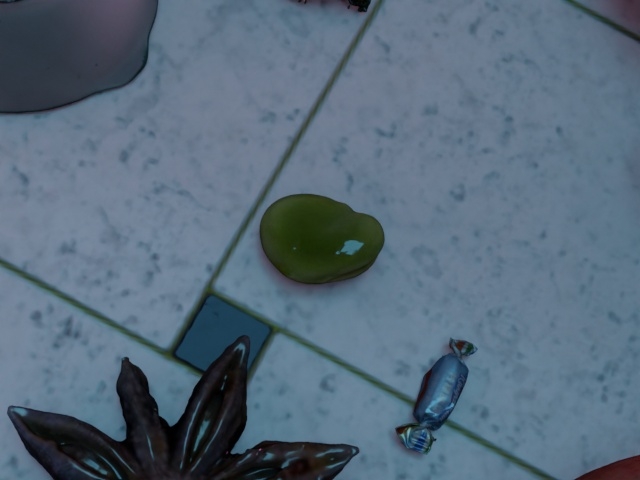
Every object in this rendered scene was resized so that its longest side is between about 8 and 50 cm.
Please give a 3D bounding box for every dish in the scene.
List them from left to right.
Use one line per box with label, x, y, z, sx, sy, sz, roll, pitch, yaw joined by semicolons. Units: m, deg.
dish;-0.220;-0.199;0.847;0.246;0.078;0.224;37;73;5

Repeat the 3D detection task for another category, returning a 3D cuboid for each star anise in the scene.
star anise;-0.099;0.175;0.741;0.230;0.081;0.262;30;60;2

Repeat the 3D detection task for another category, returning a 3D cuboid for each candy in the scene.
candy;0.075;0.099;0.821;0.030;0.020;0.083;26;70;0

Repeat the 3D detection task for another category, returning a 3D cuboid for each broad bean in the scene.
broad bean;0.000;0.000;0.832;0.083;0.045;0.063;12;70;4

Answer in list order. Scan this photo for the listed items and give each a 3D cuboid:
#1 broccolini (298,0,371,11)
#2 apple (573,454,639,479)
broccolini;-0.005;-0.302;0.919;0.123;0.062;0.271;13;76;-19
apple;0.232;0.274;0.655;0.345;0.269;0.344;2;73;-7
